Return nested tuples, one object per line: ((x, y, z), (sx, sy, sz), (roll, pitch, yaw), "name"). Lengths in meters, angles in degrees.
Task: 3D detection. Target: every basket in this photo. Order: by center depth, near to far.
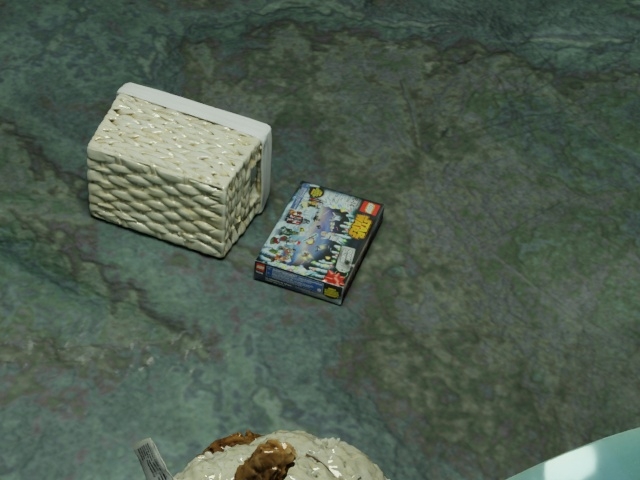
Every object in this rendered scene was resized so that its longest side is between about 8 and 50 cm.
((-0.144, -0.069, 1.525), (0.167, 0.113, 0.103), (17, 46, 12), "basket")

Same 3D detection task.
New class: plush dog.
((-0.031, 0.217, 1.195), (0.262, 0.210, 0.225), (27, 20, 19), "plush dog")

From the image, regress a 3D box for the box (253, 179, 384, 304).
((0.000, 0.000, 1.529), (0.094, 0.027, 0.137), (17, 43, 10), "box")

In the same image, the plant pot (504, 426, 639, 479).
((0.216, 0.296, 1.057), (0.293, 0.293, 0.235), (-12, 61, -19), "plant pot")
